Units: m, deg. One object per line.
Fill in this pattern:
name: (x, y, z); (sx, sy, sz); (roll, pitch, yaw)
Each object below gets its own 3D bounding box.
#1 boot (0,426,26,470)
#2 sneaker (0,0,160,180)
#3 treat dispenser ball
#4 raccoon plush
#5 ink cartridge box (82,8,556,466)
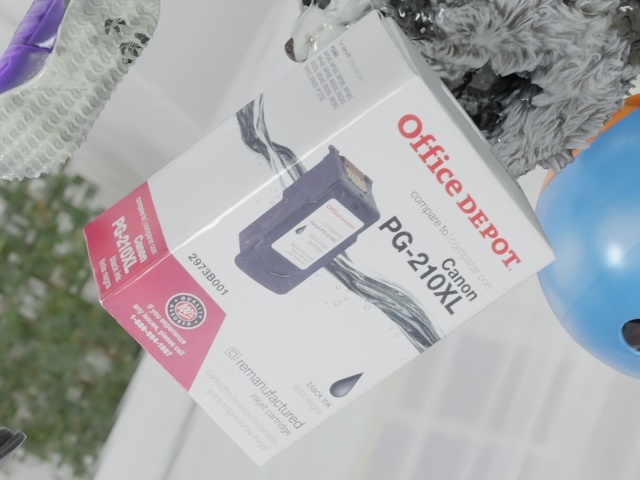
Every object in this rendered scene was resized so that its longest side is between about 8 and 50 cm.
boot: (-0.424, 0.163, 1.809); (0.229, 0.263, 0.091); (49, 125, 14)
sneaker: (-0.250, -0.186, 1.864); (0.102, 0.146, 0.293); (28, 124, -30)
treat dispenser ball: (0.348, -0.004, 1.857); (0.288, 0.288, 0.288); (22, 158, 10)
raccoon plush: (0.189, -0.228, 1.696); (0.446, 0.299, 0.216); (-13, 131, -9)
ink cartridge box: (0.000, 0.000, 1.206); (0.172, 0.237, 0.100); (49, -171, -31)
